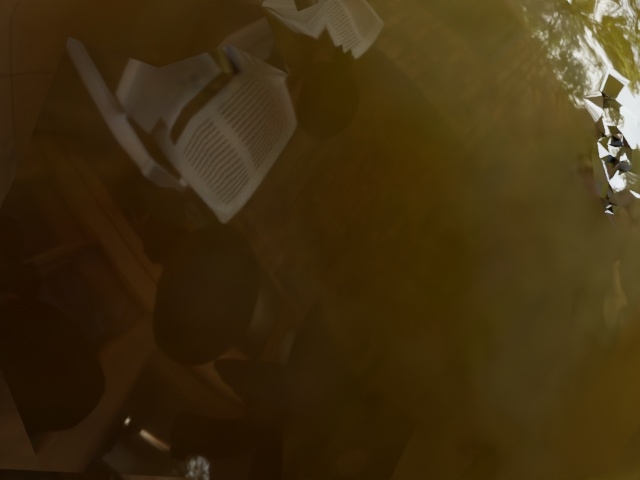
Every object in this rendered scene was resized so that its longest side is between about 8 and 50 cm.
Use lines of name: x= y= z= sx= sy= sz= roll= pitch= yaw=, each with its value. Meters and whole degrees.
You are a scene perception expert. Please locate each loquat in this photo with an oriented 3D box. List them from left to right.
loquat: x=0.000 y=0.000 z=0.467 sx=0.235 sy=0.235 sz=0.235 roll=-46 pitch=171 yaw=-9
